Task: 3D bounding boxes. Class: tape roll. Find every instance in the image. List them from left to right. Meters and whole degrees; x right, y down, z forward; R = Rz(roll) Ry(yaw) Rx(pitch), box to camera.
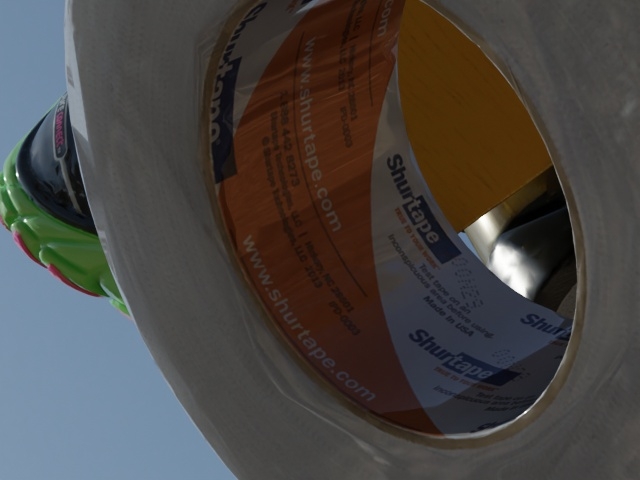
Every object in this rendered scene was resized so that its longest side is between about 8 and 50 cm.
[{"bbox_3d":[0.037,-0.018,0.461,0.072,0.219,0.219,-26,-14,-39],"label":"tape roll"}]

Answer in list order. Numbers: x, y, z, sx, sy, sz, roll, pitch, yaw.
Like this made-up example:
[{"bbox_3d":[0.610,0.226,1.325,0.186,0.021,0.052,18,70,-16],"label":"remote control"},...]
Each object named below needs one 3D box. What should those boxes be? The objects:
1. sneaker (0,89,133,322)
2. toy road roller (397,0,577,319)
[{"bbox_3d":[0.000,0.000,1.222,0.483,0.202,0.185,28,5,26],"label":"sneaker"},{"bbox_3d":[0.101,-0.117,0.794,0.240,0.202,0.329,-39,-57,9],"label":"toy road roller"}]
